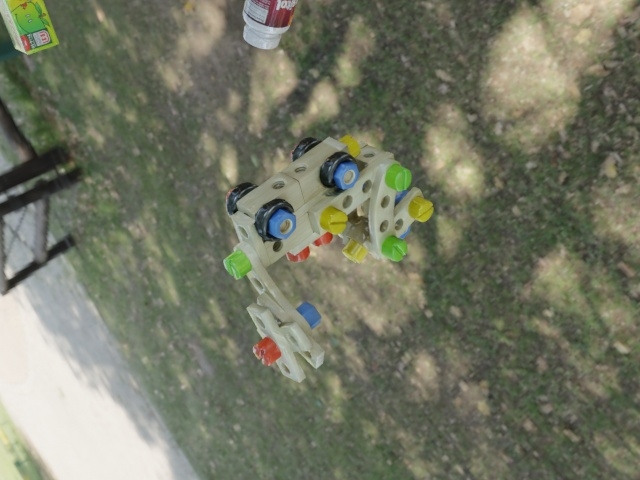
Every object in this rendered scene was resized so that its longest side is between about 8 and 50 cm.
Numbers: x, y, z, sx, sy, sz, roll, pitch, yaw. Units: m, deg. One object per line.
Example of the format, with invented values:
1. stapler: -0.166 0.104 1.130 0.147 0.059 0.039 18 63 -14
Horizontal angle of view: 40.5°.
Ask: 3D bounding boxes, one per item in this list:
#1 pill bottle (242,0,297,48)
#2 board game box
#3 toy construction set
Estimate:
1. pill bottle: -0.082 -0.404 1.458 0.086 0.086 0.152 43 134 24
2. board game box: -0.382 -0.326 1.064 0.092 0.043 0.181 29 140 58
3. toy construction set: 0.000 0.000 1.045 0.151 0.328 0.215 15 139 31
